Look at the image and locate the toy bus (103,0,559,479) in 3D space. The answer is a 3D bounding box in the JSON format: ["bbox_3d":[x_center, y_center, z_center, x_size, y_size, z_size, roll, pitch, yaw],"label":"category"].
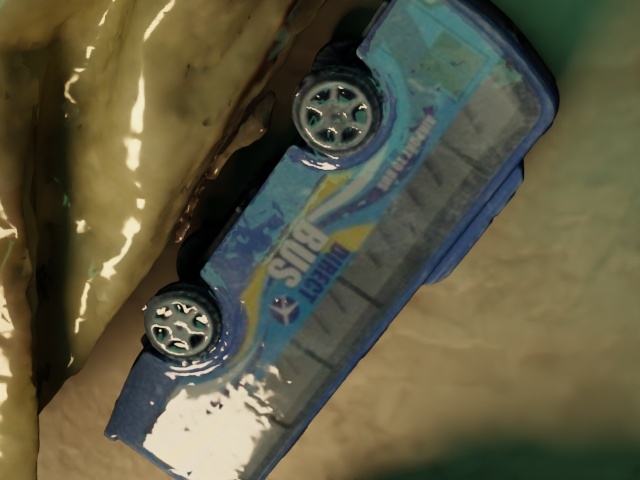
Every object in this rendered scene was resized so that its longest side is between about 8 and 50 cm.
[{"bbox_3d":[0.002,0.000,0.425,0.094,0.079,0.236,35,110,-8],"label":"toy bus"}]

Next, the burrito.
[{"bbox_3d":[-0.125,-0.010,0.392,0.332,0.135,0.190,-62,34,19],"label":"burrito"}]
